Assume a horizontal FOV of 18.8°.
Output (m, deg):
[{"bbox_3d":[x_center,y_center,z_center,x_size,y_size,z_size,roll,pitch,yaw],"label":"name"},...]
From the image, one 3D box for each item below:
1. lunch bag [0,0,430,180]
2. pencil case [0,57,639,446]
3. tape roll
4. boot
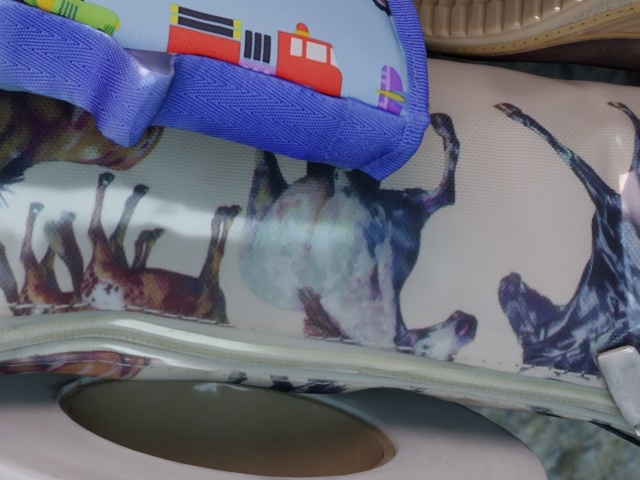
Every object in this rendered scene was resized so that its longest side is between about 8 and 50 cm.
[{"bbox_3d":[-0.088,-0.132,0.711,0.221,0.293,0.138,15,121,-29],"label":"lunch bag"},{"bbox_3d":[0.000,0.000,0.834,0.410,0.183,0.160,6,130,-17],"label":"pencil case"},{"bbox_3d":[-0.048,0.123,0.851,0.286,0.286,0.100,7,101,-11],"label":"tape roll"},{"bbox_3d":[0.172,-0.089,0.929,0.207,0.248,0.090,37,58,-45],"label":"boot"}]
